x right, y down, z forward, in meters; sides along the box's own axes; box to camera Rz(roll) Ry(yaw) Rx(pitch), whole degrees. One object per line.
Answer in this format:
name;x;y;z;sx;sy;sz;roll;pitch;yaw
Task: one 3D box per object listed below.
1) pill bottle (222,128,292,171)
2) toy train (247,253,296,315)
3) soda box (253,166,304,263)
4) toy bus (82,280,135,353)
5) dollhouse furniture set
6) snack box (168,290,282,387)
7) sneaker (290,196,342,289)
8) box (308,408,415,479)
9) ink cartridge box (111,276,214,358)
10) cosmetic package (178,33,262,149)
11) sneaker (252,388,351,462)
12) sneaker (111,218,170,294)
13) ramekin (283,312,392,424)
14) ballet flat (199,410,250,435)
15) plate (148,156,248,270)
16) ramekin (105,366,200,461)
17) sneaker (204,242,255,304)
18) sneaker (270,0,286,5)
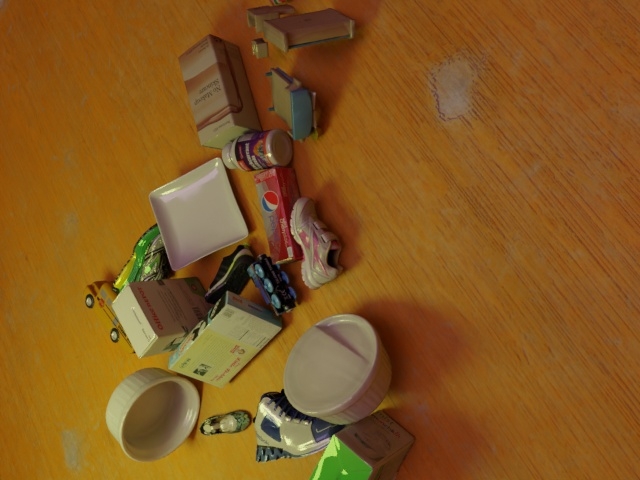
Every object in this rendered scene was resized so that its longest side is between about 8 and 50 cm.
pill bottle;-0.186;-0.254;1.628;0.194;0.108;0.107;-3;89;35
toy train;-0.135;0.127;1.610;0.184;0.080;0.105;60;151;10
soda box;-0.103;-0.070;1.584;0.084;0.092;0.263;-17;82;34
toy bus;-0.693;0.252;1.982;0.333;0.108;0.130;43;113;26
dollhouse furniture set;-0.048;-0.463;1.559;0.286;0.198;0.303;50;151;46
snack box;-0.281;0.298;1.659;0.322;0.187;0.060;-46;30;25
sneaker;0.000;0.000;1.519;0.111;0.103;0.252;-15;89;30
box;0.084;0.577;1.384;0.127;0.231;0.261;34;110;28
ink cartridge box;-0.459;0.225;1.723;0.114;0.273;0.198;-47;66;26
cosmetic package;-0.301;-0.435;1.691;0.153;0.129;0.295;-24;78;31
sneaker;-0.085;0.496;1.561;0.316;0.128;0.182;-25;79;34
sneaker;-0.547;0.065;1.890;0.146;0.134;0.343;33;106;-1
ramekin;0.053;0.325;1.404;0.273;0.127;0.272;-25;40;23
ballet flat;-0.300;0.570;1.747;0.189;0.070;0.070;-24;77;32
plate;-0.376;-0.080;1.762;0.278;0.045;0.277;-25;76;14
ramekin;-0.533;0.537;1.787;0.135;0.277;0.276;17;100;42
sneaker;-0.273;0.101;1.728;0.234;0.084;0.097;-46;43;25
sneaker;-0.115;-0.752;1.611;0.076;0.057;0.161;-8;85;17
